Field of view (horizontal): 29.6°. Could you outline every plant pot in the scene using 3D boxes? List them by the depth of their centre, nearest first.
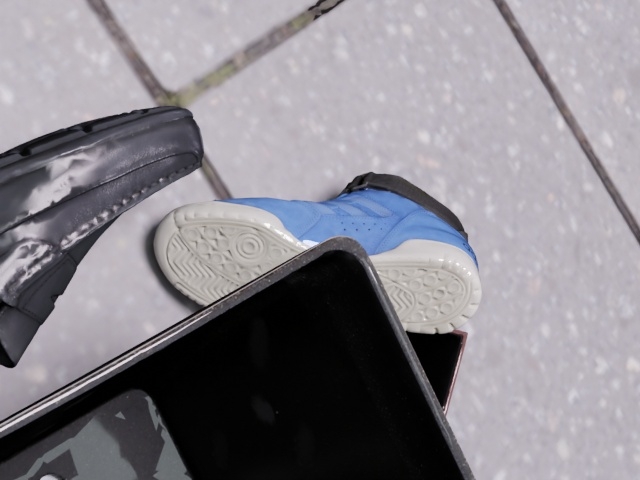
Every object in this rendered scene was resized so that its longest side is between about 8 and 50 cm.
[{"bbox_3d":[-0.057,0.130,0.455,0.187,0.167,0.188,-29,96,-31],"label":"plant pot"}]

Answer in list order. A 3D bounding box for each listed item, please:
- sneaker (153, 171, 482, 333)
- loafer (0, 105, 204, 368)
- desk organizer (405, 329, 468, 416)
[{"bbox_3d":[0.000,0.001,0.584,0.152,0.084,0.058,6,114,1],"label":"sneaker"},{"bbox_3d":[-0.138,0.014,0.487,0.223,0.076,0.078,-32,103,-27],"label":"loafer"},{"bbox_3d":[0.024,0.096,0.579,0.047,0.050,0.130,27,68,-24],"label":"desk organizer"}]
